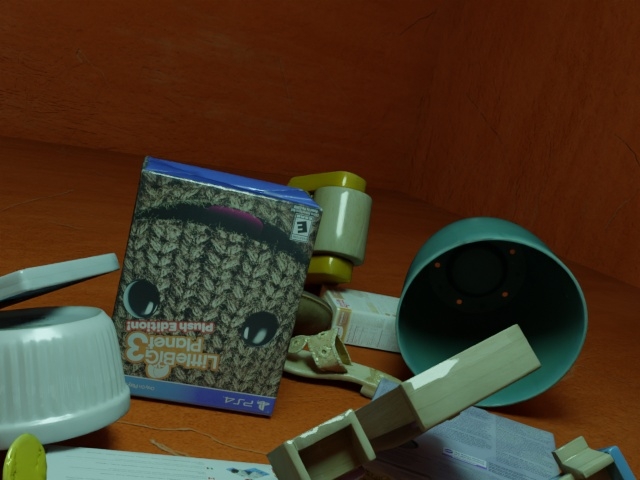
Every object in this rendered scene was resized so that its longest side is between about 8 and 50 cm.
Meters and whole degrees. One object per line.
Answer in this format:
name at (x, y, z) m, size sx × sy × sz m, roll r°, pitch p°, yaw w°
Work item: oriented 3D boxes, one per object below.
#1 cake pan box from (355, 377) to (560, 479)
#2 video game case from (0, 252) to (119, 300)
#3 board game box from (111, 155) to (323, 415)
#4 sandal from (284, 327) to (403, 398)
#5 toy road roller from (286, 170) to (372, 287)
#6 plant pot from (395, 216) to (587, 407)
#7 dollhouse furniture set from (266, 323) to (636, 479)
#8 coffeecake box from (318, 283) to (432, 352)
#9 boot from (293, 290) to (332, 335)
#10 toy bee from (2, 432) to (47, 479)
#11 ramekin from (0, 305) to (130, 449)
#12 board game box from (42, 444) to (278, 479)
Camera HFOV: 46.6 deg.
cake pan box at (0.174, 0.277, 0.931) m, size 0.266 × 0.070 × 0.246 m, roll 16°, pitch 15°, yaw 9°
video game case at (-0.406, 0.075, 0.867) m, size 0.285 × 0.025 × 0.204 m, roll -17°, pitch 0°, yaw 12°
board game box at (-0.151, 0.059, 0.997) m, size 0.232 × 0.291 × 0.141 m, roll 11°, pitch 11°, yaw -13°
sandal at (0.025, 0.174, 1.150) m, size 0.240 × 0.079 × 0.088 m, roll 19°, pitch 14°, yaw 2°
toy road roller at (0.000, 0.000, 1.535) m, size 0.329 × 0.203 × 0.240 m, roll -5°, pitch -20°, yaw 43°
plant pot at (0.275, 0.092, 1.255) m, size 0.293 × 0.293 × 0.235 m, roll 15°, pitch 22°, yaw 1°
dollhouse furniture set at (0.133, 0.284, 0.718) m, size 0.286 × 0.303 × 0.198 m, roll -22°, pitch -15°, yaw -21°
coffeecake box at (0.096, 0.149, 1.403) m, size 0.185 × 0.068 × 0.142 m, roll 11°, pitch 13°, yaw -14°
boot at (-0.109, 0.137, 1.232) m, size 0.305 × 0.112 × 0.115 m, roll 12°, pitch 42°, yaw -30°
toy bee at (-0.221, 0.236, 0.452) m, size 0.298 × 0.195 × 0.162 m, roll -18°, pitch -15°, yaw -22°
ramekin at (-0.308, 0.134, 0.776) m, size 0.207 × 0.109 × 0.207 m, roll -3°, pitch 3°, yaw 0°
board game box at (-0.129, 0.264, 0.669) m, size 0.305 × 0.053 × 0.193 m, roll 11°, pitch 12°, yaw -16°
